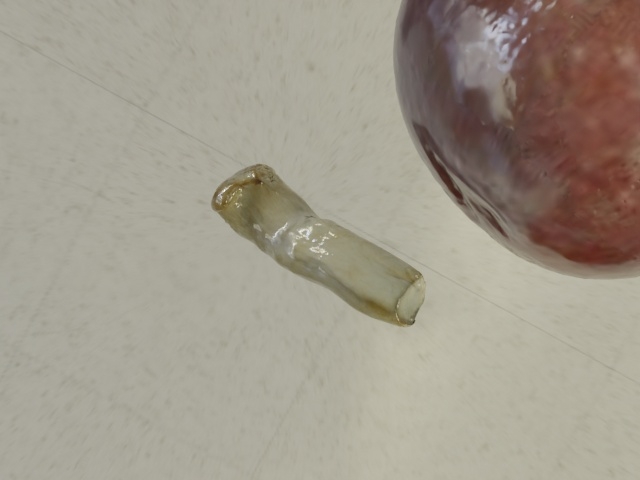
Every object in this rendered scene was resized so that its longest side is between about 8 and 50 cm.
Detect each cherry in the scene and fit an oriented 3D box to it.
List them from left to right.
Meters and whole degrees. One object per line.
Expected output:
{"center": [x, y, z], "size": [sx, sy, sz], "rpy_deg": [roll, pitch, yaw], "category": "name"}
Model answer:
{"center": [0.172, -0.091, 0.956], "size": [0.221, 0.307, 0.261], "rpy_deg": [-44, 115, 11], "category": "cherry"}

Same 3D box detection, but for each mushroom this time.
{"center": [-0.002, 0.003, 1.094], "size": [0.059, 0.054, 0.202], "rpy_deg": [-44, 55, -15], "category": "mushroom"}
